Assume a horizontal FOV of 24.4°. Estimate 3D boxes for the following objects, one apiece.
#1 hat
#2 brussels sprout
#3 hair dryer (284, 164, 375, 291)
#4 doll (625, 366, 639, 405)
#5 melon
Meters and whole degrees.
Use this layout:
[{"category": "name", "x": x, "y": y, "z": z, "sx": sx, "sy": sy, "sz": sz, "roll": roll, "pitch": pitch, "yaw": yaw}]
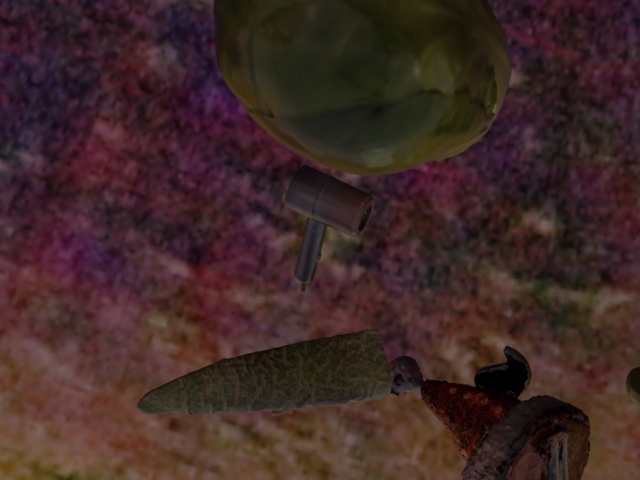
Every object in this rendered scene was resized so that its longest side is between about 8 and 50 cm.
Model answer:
[{"category": "hat", "x": 0.145, "y": 0.172, "z": 1.342, "sx": 0.227, "sy": 0.129, "sz": 0.140, "roll": 33, "pitch": 164, "yaw": 42}, {"category": "brussels sprout", "x": 0.055, "y": -0.211, "z": 1.658, "sx": 0.354, "sy": 0.281, "sz": 0.289, "roll": 21, "pitch": 172, "yaw": -40}, {"category": "hair dryer", "x": 0.000, "y": 0.000, "z": 1.172, "sx": 0.063, "sy": 0.037, "sz": 0.114, "roll": 26, "pitch": 129, "yaw": 15}, {"category": "doll", "x": 0.535, "y": 0.201, "z": 1.882, "sx": 0.260, "sy": 0.177, "sz": 0.161, "roll": 33, "pitch": 149, "yaw": 26}, {"category": "melon", "x": -0.042, "y": 0.111, "z": 1.131, "sx": 0.182, "sy": 0.054, "sz": 0.098, "roll": -3, "pitch": 165, "yaw": -30}]
